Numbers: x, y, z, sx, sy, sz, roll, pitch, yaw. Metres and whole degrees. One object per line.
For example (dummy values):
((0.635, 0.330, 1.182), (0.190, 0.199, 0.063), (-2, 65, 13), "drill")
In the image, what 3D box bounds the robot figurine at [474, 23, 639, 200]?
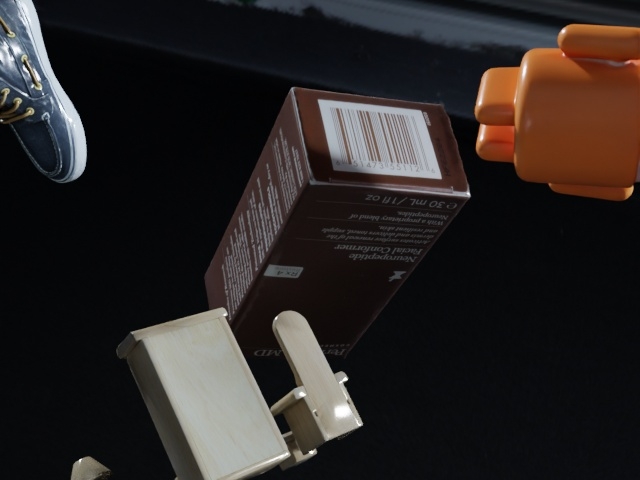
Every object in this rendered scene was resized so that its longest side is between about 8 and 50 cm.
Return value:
((0.255, -0.114, 0.829), (0.219, 0.128, 0.158), (5, -82, 16), "robot figurine")

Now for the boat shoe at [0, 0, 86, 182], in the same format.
((-0.272, -0.126, 0.787), (0.065, 0.183, 0.083), (-7, -159, 29), "boat shoe")

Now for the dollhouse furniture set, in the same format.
((-0.183, 0.236, 1.021), (0.303, 0.355, 0.174), (-12, -112, -42), "dollhouse furniture set")

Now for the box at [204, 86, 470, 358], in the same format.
((0.000, 0.000, 1.088), (0.191, 0.381, 0.143), (3, -124, -21), "box")
